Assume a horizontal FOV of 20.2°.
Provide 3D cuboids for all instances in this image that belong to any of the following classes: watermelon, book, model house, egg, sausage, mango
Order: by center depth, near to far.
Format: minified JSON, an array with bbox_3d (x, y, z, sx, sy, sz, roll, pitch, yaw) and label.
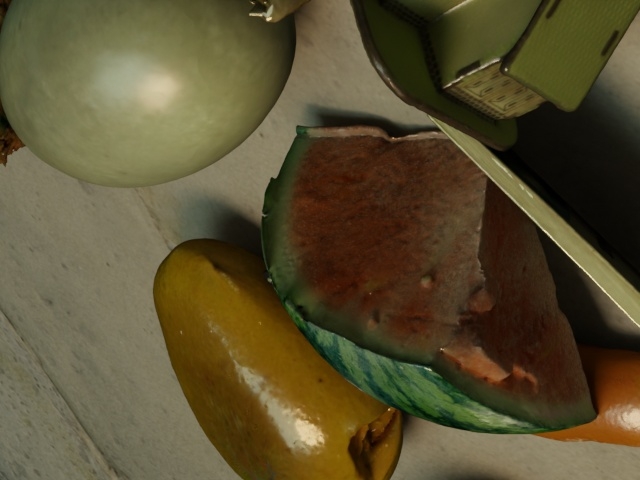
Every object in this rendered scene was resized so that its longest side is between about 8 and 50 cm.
[{"bbox_3d":[0.181,-0.228,1.402,0.278,0.218,0.205,-29,63,26],"label":"model house"},{"bbox_3d":[0.204,-0.023,1.565,0.282,0.025,0.215,44,-169,-1],"label":"book"},{"bbox_3d":[0.065,0.058,1.684,0.292,0.222,0.319,-4,105,36],"label":"watermelon"},{"bbox_3d":[-0.168,-0.180,1.705,0.258,0.258,0.352,51,151,-11],"label":"egg"},{"bbox_3d":[0.250,0.150,1.769,0.238,0.098,0.098,2,128,46],"label":"sausage"},{"bbox_3d":[-0.058,0.154,2.033,0.365,0.182,0.253,50,149,-11],"label":"mango"}]

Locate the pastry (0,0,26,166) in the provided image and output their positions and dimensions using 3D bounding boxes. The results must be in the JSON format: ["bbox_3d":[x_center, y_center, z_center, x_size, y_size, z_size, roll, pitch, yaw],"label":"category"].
[{"bbox_3d":[-0.393,-0.190,1.952,0.193,0.275,0.275,33,149,43],"label":"pastry"}]

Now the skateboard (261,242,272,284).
[{"bbox_3d":[0.000,0.000,1.920,0.151,0.067,0.080,0,117,42],"label":"skateboard"}]

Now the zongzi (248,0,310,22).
[{"bbox_3d":[-0.080,-0.367,1.195,0.500,0.467,0.218,21,146,35],"label":"zongzi"}]
